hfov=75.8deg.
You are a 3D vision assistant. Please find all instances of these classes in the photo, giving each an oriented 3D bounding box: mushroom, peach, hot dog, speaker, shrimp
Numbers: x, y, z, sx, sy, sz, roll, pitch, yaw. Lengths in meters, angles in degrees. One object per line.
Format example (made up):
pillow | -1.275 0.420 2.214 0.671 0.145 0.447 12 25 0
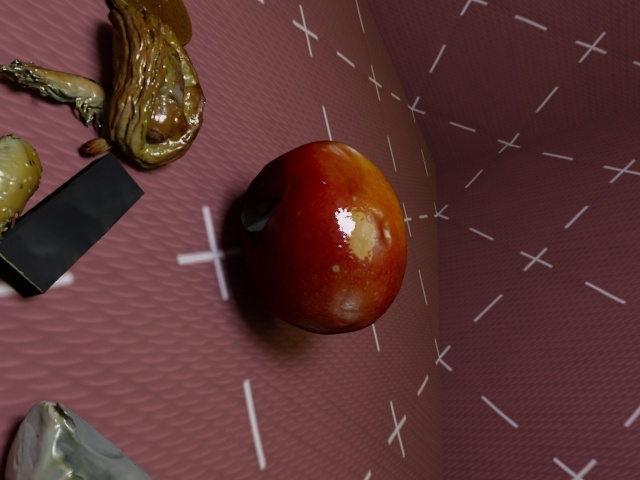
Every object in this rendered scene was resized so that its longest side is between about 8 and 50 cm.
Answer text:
mushroom | -0.250 0.335 0.499 0.351 0.098 0.109 67 30 -22
peach | -0.010 -0.018 0.840 0.310 0.335 0.405 24 63 -49
hot dog | -0.271 -0.253 0.683 0.175 0.115 0.258 40 41 -74
speaker | -0.335 -0.030 0.553 0.082 0.044 0.218 58 32 -30
shrimp | -0.360 -0.183 0.587 0.178 0.034 0.124 -18 96 -72

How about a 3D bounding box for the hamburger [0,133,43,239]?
hamburger | -0.354 -0.032 0.389 0.185 0.177 0.113 46 -4 44

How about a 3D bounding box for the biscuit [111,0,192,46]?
biscuit | -0.331 -0.464 0.759 0.236 0.039 0.179 43 40 -47
